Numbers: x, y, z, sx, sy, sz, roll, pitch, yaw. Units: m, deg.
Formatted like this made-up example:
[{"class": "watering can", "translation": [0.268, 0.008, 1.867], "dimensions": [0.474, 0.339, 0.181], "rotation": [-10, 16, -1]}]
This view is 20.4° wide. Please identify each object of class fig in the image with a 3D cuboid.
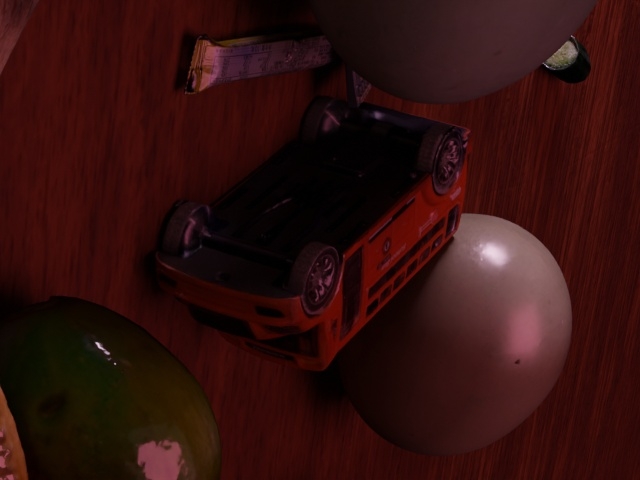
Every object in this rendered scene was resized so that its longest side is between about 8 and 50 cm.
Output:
[{"class": "fig", "translation": [-0.166, 0.130, 1.248], "dimensions": [0.181, 0.181, 0.191], "rotation": [-38, 117, -49]}]

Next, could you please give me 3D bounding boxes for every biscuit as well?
[{"class": "biscuit", "translation": [-0.027, -0.156, 1.492], "dimensions": [0.292, 0.026, 0.048], "rotation": [-18, 118, -60]}]

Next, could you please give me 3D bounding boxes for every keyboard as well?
[{"class": "keyboard", "translation": [0.055, -0.185, 1.610], "dimensions": [0.176, 0.014, 0.055], "rotation": [-59, 148, -51]}]

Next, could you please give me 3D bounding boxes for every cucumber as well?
[{"class": "cucumber", "translation": [0.288, -0.207, 2.054], "dimensions": [0.105, 0.048, 0.048], "rotation": [24, 84, -64]}]

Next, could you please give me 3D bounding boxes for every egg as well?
[{"class": "egg", "translation": [0.127, 0.091, 1.722], "dimensions": [0.219, 0.219, 0.269], "rotation": [-33, 165, -52]}, {"class": "egg", "translation": [0.121, -0.299, 1.410], "dimensions": [0.276, 0.276, 0.389], "rotation": [5, 100, -63]}]

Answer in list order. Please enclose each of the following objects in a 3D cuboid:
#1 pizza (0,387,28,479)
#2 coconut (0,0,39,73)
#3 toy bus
[{"class": "pizza", "translation": [-0.275, 0.201, 1.126], "dimensions": [0.182, 0.074, 0.365], "rotation": [1, 111, -33]}, {"class": "coconut", "translation": [-0.233, -0.159, 0.902], "dimensions": [0.224, 0.224, 0.224], "rotation": [-41, 140, -47]}, {"class": "toy bus", "translation": [0.000, 0.000, 1.515], "dimensions": [0.329, 0.143, 0.153], "rotation": [-42, 141, -48]}]
